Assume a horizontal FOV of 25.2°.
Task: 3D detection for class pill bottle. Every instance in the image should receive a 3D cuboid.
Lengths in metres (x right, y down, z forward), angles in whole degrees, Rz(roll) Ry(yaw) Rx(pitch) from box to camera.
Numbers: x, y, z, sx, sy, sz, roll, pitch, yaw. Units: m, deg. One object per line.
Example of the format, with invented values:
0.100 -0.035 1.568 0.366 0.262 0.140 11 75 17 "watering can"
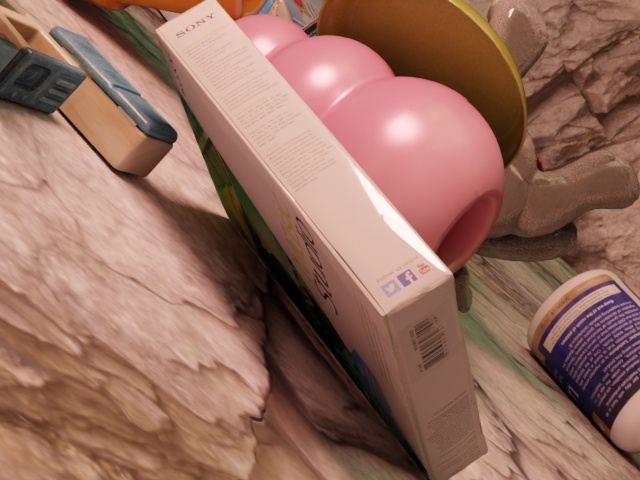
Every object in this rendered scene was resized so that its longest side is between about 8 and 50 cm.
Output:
0.397 0.173 1.819 0.153 0.153 0.264 29 17 -53 "pill bottle"

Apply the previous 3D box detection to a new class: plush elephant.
0.145 -0.067 1.618 0.272 0.330 0.255 50 -14 -12 "plush elephant"

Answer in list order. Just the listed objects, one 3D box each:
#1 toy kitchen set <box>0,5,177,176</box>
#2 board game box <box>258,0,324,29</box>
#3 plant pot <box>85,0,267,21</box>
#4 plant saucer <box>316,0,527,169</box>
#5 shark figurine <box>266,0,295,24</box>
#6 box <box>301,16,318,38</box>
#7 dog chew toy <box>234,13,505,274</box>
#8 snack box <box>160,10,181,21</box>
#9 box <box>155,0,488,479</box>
-0.153 -0.155 1.010 0.122 0.166 0.207 47 11 17 "toy kitchen set"
-0.069 -0.335 2.055 0.301 0.086 0.308 64 16 17 "board game box"
-0.138 -0.308 1.430 0.188 0.205 0.205 24 7 10 "plant pot"
0.104 -0.164 1.390 0.241 0.037 0.241 29 -34 22 "plant saucer"
-0.051 -0.177 1.596 0.278 0.116 0.166 -169 -108 -71 "shark figurine"
0.099 -0.164 1.819 0.169 0.087 0.290 -29 90 -49 "box"
0.011 -0.097 1.359 0.332 0.206 0.207 39 8 22 "dog chew toy"
-0.141 -0.253 1.803 0.100 0.037 0.141 33 15 -42 "snack box"
0.000 0.000 1.039 0.322 0.058 0.232 53 -12 37 "box"
